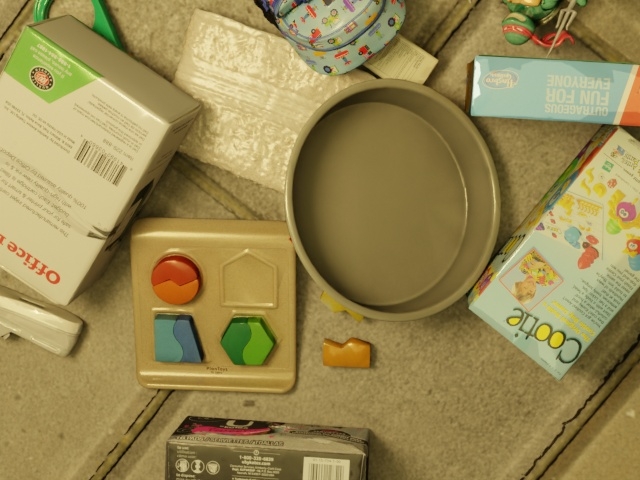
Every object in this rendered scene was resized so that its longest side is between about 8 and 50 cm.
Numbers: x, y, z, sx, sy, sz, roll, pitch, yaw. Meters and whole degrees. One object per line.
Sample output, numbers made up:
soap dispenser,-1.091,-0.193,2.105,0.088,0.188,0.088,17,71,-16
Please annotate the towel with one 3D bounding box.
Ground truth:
towel,-0.060,-0.160,1.603,0.282,0.049,0.187,21,97,3

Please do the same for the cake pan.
cake pan,0.082,-0.048,1.538,0.293,0.054,0.293,2,86,-24

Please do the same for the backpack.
backpack,0.010,-0.292,1.518,0.158,0.117,0.173,-35,58,8

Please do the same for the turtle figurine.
turtle figurine,0.250,-0.321,1.510,0.175,0.118,0.234,14,82,18

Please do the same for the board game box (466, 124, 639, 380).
board game box,0.317,0.009,1.538,0.144,0.142,0.275,39,98,-1

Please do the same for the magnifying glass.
magnifying glass,-0.271,-0.244,1.607,0.231,0.026,0.092,42,102,12

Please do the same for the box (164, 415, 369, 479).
box,-0.064,0.317,1.607,0.247,0.142,0.163,3,95,4

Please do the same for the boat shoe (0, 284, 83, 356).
boat shoe,-0.405,0.101,1.660,0.184,0.066,0.063,20,97,-7

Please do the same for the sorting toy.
sorting toy,-0.089,0.088,1.618,0.307,0.041,0.229,2,106,4

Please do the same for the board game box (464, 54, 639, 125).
board game box,0.287,-0.167,1.435,0.242,0.316,0.064,4,97,5

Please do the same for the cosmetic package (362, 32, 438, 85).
cosmetic package,0.085,-0.232,1.585,0.115,0.041,0.060,36,96,1

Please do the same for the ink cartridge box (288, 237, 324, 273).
ink cartridge box,0.000,0.000,1.579,0.063,0.115,0.029,46,104,-1

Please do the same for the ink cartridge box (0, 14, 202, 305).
ink cartridge box,-0.315,-0.098,1.565,0.211,0.121,0.289,35,113,2
